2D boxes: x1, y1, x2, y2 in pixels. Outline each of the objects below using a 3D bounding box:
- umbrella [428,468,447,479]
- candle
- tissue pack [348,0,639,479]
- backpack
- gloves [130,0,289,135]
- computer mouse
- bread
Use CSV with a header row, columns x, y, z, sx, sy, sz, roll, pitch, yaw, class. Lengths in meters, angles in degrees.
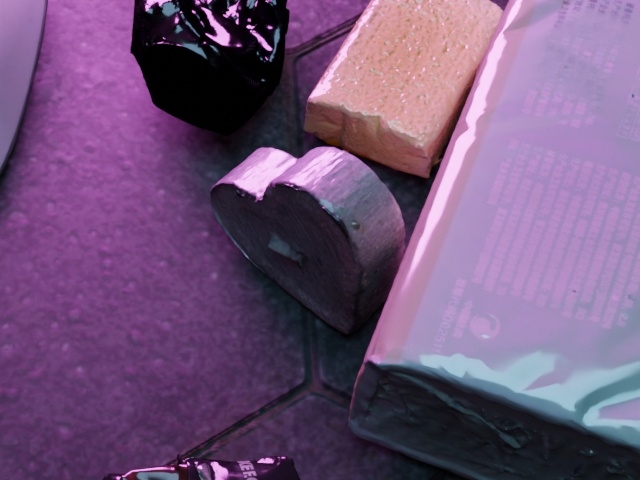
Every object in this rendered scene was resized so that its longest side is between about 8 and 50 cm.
x,y,z,sx,sy,sz,roll,pitch,yaw,class
0.072,0.217,1.285,0.013,0.022,0.122,21,47,36,umbrella
0.000,0.000,1.330,0.068,0.192,0.168,-43,116,-24,candle
0.245,0.015,1.300,0.332,0.205,0.405,20,61,6,tissue pack
-0.087,0.219,1.219,0.165,0.106,0.120,-16,59,-9,backpack
-0.092,-0.207,1.449,0.164,0.124,0.203,38,41,-8,gloves
-0.332,-0.171,1.420,0.159,0.097,0.288,11,61,-1,computer mouse
0.082,-0.155,1.458,0.125,0.068,0.188,25,62,9,bread
